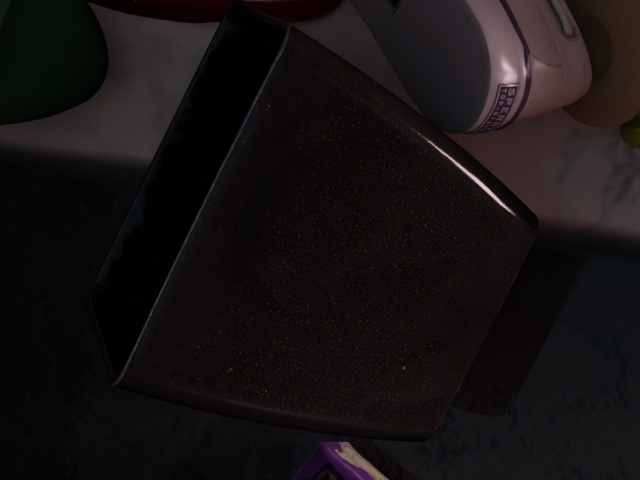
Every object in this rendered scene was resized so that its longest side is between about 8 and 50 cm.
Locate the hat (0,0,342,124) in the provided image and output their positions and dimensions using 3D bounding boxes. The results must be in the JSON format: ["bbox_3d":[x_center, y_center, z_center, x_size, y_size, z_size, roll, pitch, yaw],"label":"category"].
[{"bbox_3d":[-0.140,-0.101,1.142,0.208,0.184,0.173,15,85,56],"label":"hat"}]

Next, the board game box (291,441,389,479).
[{"bbox_3d":[-0.021,0.307,1.077,0.208,0.056,0.347,40,99,24],"label":"board game box"}]

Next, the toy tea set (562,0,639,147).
[{"bbox_3d":[0.214,-0.150,1.007,0.200,0.124,0.336,20,115,48],"label":"toy tea set"}]

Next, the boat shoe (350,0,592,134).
[{"bbox_3d":[0.056,-0.174,1.043,0.267,0.088,0.096,59,142,27],"label":"boat shoe"}]

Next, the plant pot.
[{"bbox_3d":[0.000,0.000,1.017,0.167,0.187,0.188,24,96,-15],"label":"plant pot"}]
